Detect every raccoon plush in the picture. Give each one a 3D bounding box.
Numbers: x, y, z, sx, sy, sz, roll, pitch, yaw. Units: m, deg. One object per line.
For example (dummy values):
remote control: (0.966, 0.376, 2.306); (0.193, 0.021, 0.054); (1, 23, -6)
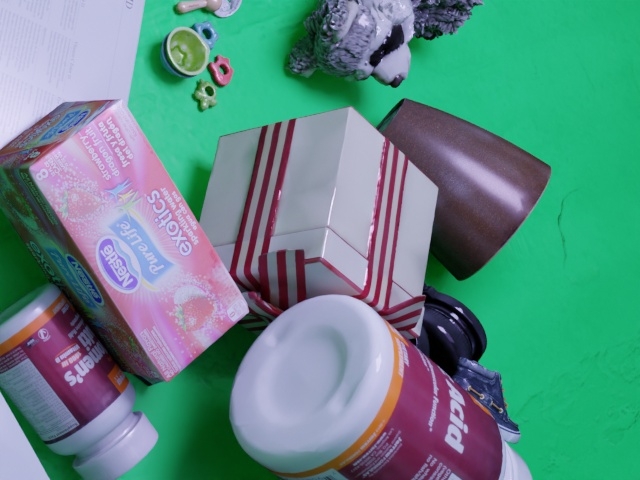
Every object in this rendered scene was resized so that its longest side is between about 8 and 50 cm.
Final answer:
raccoon plush: (0.027, -0.416, 2.213); (0.299, 0.216, 0.446); (-21, 60, -29)

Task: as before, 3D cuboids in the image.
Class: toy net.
toy net: (-0.144, -0.296, 2.062); (0.122, 0.045, 0.232); (38, 54, -25)

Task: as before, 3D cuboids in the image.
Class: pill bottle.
pill bottle: (0.089, 0.252, 1.846); (0.392, 0.224, 0.224); (42, 52, -40)
pill bottle: (-0.290, 0.169, 1.730); (0.221, 0.121, 0.121); (54, 49, -12)

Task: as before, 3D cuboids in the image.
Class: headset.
headset: (0.103, 0.141, 2.097); (0.243, 0.185, 0.394); (-10, 97, -46)

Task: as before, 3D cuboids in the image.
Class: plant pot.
plant pot: (0.178, -0.096, 2.185); (0.230, 0.215, 0.215); (38, 53, -6)

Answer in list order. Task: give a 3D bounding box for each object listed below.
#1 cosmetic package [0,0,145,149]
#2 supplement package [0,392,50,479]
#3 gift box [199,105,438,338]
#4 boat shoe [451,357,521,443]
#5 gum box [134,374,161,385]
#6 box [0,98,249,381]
cosmetic package: (-0.365, -0.250, 1.824); (0.284, 0.097, 0.377); (22, 63, -32)
supplement package: (-0.420, 0.261, 1.534); (0.194, 0.203, 0.149); (-33, 98, -42)
gift box: (0.000, 0.000, 1.906); (0.255, 0.276, 0.258); (34, 56, -39)
boat shoe: (0.235, 0.223, 2.075); (0.183, 0.065, 0.083); (30, 83, -49)
gum box: (-0.225, 0.061, 1.876); (0.157, 0.041, 0.184); (41, 52, -23)
box: (-0.234, 0.000, 1.718); (0.142, 0.154, 0.300); (-41, 115, -27)
